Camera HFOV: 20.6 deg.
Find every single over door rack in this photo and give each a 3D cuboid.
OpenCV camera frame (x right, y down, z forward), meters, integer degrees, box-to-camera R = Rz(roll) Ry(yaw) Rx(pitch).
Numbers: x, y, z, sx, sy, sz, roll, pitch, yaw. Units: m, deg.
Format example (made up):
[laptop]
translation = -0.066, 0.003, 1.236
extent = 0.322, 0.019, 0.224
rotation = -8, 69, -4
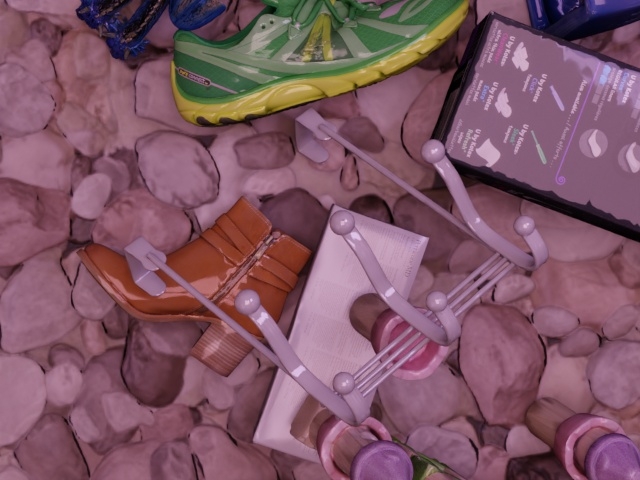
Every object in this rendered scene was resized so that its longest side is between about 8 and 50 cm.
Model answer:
[over door rack]
translation = 0.000, 0.000, 1.535
extent = 0.239, 0.324, 0.108
rotation = -38, 134, -22

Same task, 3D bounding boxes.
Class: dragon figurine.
[dragon figurine]
translation = -0.120, -0.249, 1.610
extent = 0.085, 0.289, 0.144
rotation = 43, 61, -21

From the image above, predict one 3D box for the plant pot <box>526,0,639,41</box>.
[plant pot]
translation = 0.299, -0.315, 1.601
extent = 0.212, 0.236, 0.236
rotation = -9, 91, -6

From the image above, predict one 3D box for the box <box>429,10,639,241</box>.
[box]
translation = 0.249, -0.093, 1.635
extent = 0.270, 0.165, 0.143
rotation = 21, 91, -1

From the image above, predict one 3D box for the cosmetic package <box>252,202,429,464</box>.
[cosmetic package]
translation = 0.018, 0.093, 1.690
extent = 0.099, 0.060, 0.239
rotation = 20, 91, -2

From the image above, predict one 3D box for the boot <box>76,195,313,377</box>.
[boot]
translation = -0.119, 0.018, 1.683
extent = 0.197, 0.073, 0.152
rotation = 35, 92, -14

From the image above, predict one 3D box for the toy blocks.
[toy blocks]
translation = 0.113, 0.251, 1.562
extent = 0.288, 0.260, 0.309
rotation = 31, 91, -21

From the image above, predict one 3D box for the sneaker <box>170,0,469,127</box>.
[sneaker]
translation = -0.003, -0.195, 1.657
extent = 0.295, 0.109, 0.124
rotation = -16, 96, 0
